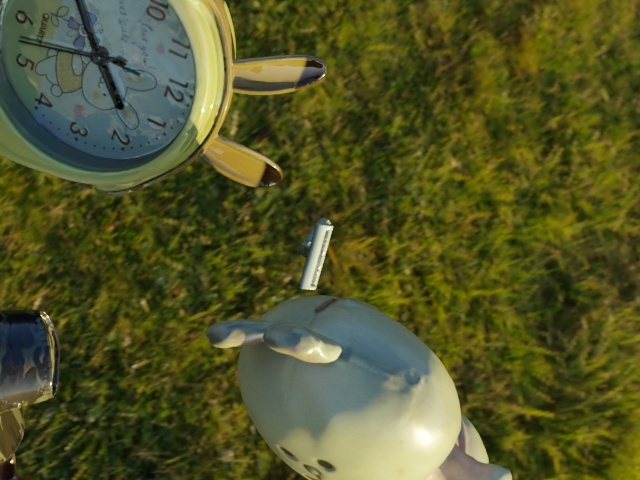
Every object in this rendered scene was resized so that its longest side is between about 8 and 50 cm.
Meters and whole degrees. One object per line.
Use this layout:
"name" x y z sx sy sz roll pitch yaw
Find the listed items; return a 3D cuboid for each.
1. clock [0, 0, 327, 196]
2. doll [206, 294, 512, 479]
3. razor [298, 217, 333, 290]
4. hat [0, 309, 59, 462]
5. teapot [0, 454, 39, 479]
"clock" -0.119 -0.110 0.731 0.232 0.170 0.069 26 28 3
"doll" 0.029 0.109 0.745 0.113 0.155 0.275 -55 137 -26
"razor" -0.007 -0.002 1.543 0.036 0.211 0.084 16 102 -2
"hat" -0.179 0.066 0.701 0.050 0.121 0.121 -9 80 -5
"teapot" -0.268 0.267 1.065 0.116 0.116 0.173 -4 79 -32
